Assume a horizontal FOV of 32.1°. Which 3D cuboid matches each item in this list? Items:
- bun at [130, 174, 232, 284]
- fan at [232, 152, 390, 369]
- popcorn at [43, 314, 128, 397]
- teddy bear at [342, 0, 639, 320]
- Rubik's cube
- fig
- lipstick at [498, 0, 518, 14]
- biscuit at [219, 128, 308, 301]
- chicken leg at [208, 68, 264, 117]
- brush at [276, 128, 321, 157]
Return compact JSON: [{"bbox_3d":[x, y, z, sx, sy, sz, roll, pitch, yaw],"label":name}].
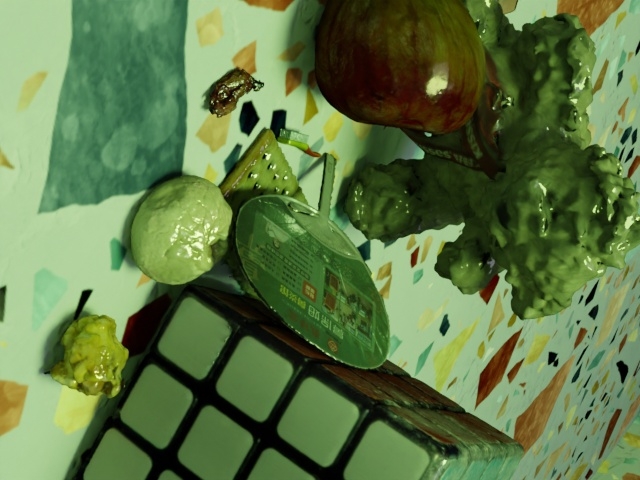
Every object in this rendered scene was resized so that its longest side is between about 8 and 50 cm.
[{"bbox_3d":[-0.132,-0.006,1.101,0.115,0.069,0.115,-38,140,-40],"label":"bun"},{"bbox_3d":[0.016,0.029,1.203,0.012,0.223,0.294,-37,180,31],"label":"fan"},{"bbox_3d":[-0.227,0.115,1.067,0.084,0.084,0.084,-40,144,-37],"label":"popcorn"},{"bbox_3d":[0.221,-0.088,1.280,0.225,0.367,0.357,12,112,-29],"label":"teddy bear"},{"bbox_3d":[-0.026,0.283,1.222,0.337,0.344,0.344,-61,153,4],"label":"Rubik's cube"},{"bbox_3d":[0.080,-0.250,1.200,0.191,0.191,0.290,31,51,-62],"label":"fig"},{"bbox_3d":[0.206,-0.311,1.438,0.145,0.045,0.045,-27,137,-48],"label":"lipstick"},{"bbox_3d":[-0.063,-0.013,1.270,0.139,0.016,0.231,-54,152,-18],"label":"biscuit"},{"bbox_3d":[-0.084,-0.151,1.111,0.083,0.021,0.036,-44,137,-40],"label":"chicken leg"},{"bbox_3d":[-0.020,-0.110,1.255,0.083,0.019,0.021,18,88,-60],"label":"brush"}]
